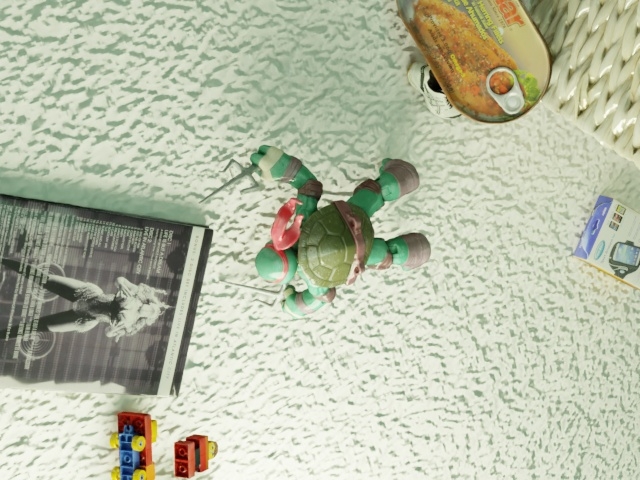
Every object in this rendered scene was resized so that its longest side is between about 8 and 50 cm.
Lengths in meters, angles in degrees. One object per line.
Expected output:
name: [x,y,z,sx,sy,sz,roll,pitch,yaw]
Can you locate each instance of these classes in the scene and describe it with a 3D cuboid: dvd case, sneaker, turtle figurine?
dvd case: [-0.209,0.052,0.935,0.221,0.018,0.164,9,97,-33]
sneaker: [0.122,-0.148,1.079,0.083,0.037,0.032,37,80,-35]
turtle figurine: [0.000,0.000,0.999,0.234,0.118,0.175,-16,118,-37]

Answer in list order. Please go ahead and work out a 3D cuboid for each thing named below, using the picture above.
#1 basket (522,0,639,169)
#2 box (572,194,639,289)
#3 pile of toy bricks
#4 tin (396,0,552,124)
basket: [0.402,-0.244,1.043,0.328,0.266,0.331,2,119,-34]
box: [0.357,0.002,1.274,0.136,0.028,0.081,25,89,-32]
pile of toy bricks: [-0.130,0.262,1.001,0.105,0.118,0.212,-11,101,-63]
tin: [0.149,-0.202,1.020,0.189,0.106,0.040,61,28,0]
